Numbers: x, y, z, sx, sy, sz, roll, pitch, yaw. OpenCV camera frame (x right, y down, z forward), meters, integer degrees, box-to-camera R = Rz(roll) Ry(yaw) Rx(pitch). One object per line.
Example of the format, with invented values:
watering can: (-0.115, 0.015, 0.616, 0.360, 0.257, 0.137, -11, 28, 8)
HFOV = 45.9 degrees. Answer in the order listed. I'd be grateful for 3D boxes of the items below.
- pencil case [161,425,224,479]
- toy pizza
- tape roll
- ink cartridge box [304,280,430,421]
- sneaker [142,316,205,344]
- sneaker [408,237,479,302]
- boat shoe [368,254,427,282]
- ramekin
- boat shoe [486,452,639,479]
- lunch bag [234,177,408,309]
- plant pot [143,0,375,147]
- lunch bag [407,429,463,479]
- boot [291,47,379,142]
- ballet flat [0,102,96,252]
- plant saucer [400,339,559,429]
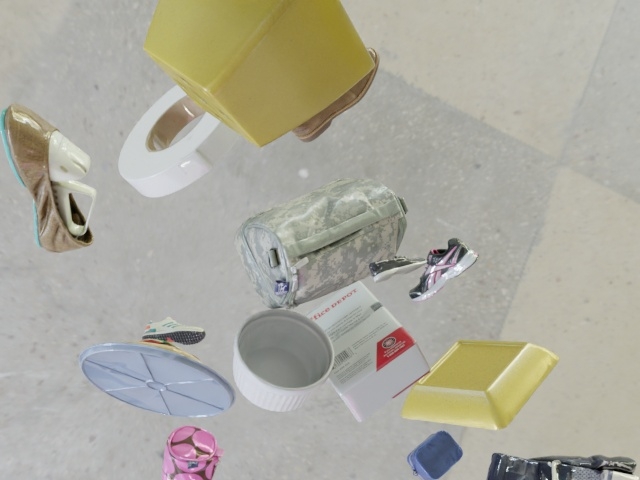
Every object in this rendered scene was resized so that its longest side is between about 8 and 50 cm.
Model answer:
pencil case: (-0.226, 0.424, 1.295, 0.098, 0.095, 0.209, 11, 119, -3)
toy pizza: (-0.203, 0.170, 0.954, 0.201, 0.201, 0.032, 18, 56, -9)
tape roll: (-0.336, -0.276, 1.886, 0.392, 0.392, 0.072, -53, 128, -15)
ink cartridge box: (0.086, 0.240, 1.706, 0.197, 0.273, 0.114, -34, 128, -6)
sneaker: (-0.368, 0.221, 1.912, 0.161, 0.057, 0.075, -5, 44, 7)
sneaker: (0.246, 0.056, 1.582, 0.178, 0.072, 0.077, -42, 82, 29)
boat shoe: (0.148, 0.047, 1.443, 0.125, 0.046, 0.038, -16, 69, -27)
ramekin: (-0.083, 0.253, 1.560, 0.207, 0.109, 0.207, 11, 42, -10)
boat shoe: (0.222, 0.375, 0.749, 0.158, 0.127, 0.340, 4, 56, 22)
lunch bag: (0.000, 0.000, 1.516, 0.305, 0.256, 0.213, -23, 88, -22)
plant pot: (-0.093, -0.249, 0.966, 0.212, 0.212, 0.187, 37, 87, 31)
lunch bag: (0.214, 0.414, 1.440, 0.098, 0.065, 0.067, -33, 77, -20)
boot: (0.028, -0.395, 1.959, 0.305, 0.115, 0.112, -46, 51, 4)
ballet flat: (-0.467, -0.101, 1.352, 0.124, 0.342, 0.116, 4, 45, -1)
plant saucer: (0.413, 0.360, 2.016, 0.332, 0.333, 0.081, -36, 110, -39)
